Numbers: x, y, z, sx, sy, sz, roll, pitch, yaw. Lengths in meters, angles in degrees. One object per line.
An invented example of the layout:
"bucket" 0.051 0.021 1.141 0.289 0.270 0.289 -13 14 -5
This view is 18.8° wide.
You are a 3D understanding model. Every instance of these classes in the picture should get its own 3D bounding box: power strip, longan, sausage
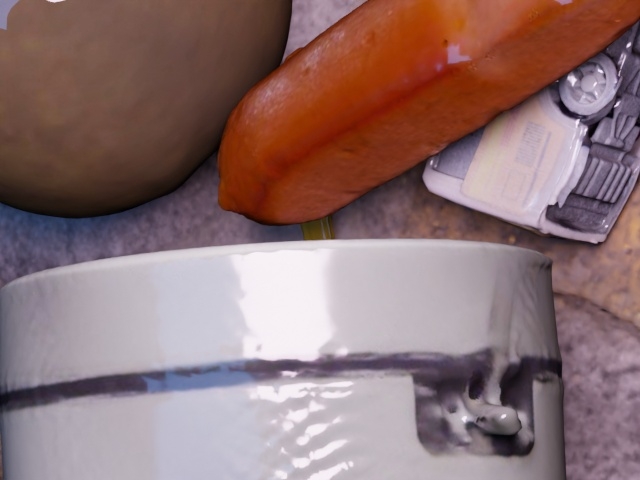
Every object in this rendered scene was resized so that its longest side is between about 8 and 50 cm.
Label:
"power strip" -0.014 0.093 1.139 0.357 0.357 0.161 -8 81 32
"longan" -0.170 -0.168 1.304 0.319 0.319 0.319 -5 81 32
"sausage" 0.068 -0.108 1.158 0.348 0.094 0.097 -30 60 35

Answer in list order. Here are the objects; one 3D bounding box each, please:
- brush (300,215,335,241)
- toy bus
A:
"brush" 0.000 0.000 1.339 0.083 0.011 0.205 -18 75 29
"toy bus" 0.174 -0.171 1.201 0.138 0.097 0.343 19 96 40
